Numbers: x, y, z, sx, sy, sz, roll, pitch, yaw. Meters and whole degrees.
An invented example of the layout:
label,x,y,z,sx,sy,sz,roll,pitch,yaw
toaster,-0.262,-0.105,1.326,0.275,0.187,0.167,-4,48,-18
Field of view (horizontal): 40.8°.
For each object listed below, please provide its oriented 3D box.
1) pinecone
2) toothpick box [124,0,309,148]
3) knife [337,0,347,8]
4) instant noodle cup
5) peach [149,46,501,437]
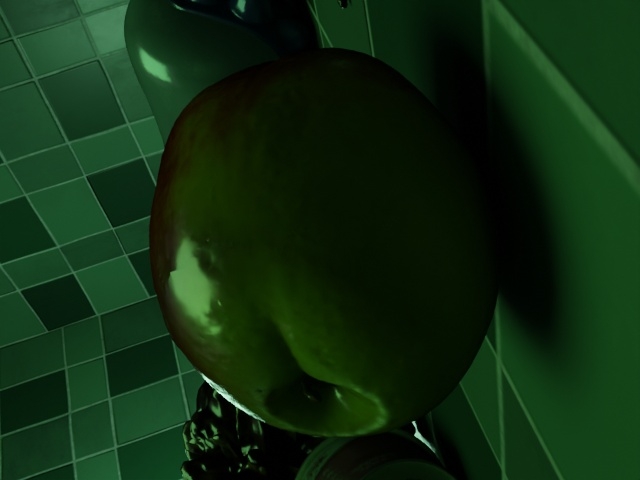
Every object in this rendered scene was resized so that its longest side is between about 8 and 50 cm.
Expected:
label,x,y,z,sx,sy,sz,roll,pitch,yaw
pinecone,-0.044,0.357,1.350,0.398,0.398,0.397,161,90,-86
toothpick box,-0.118,-0.231,1.168,0.354,0.263,0.263,80,171,-62
knife,-0.014,-0.284,0.833,0.222,0.021,0.045,-114,4,-50
instant noodle cup,0.087,0.358,1.095,0.178,0.235,0.234,150,101,-76
peach,0.000,0.000,0.528,0.231,0.231,0.230,161,90,-86
